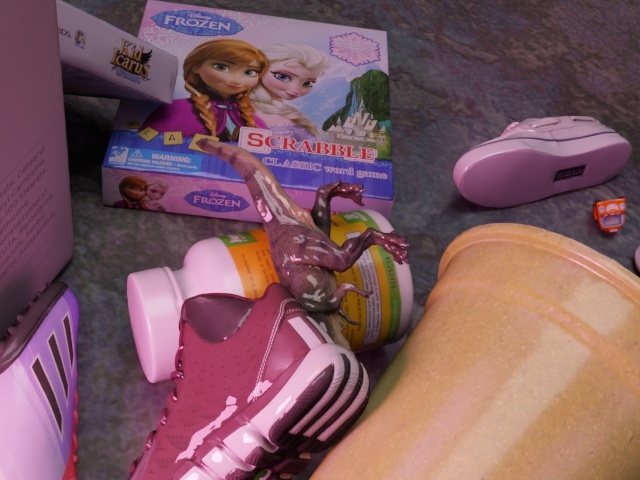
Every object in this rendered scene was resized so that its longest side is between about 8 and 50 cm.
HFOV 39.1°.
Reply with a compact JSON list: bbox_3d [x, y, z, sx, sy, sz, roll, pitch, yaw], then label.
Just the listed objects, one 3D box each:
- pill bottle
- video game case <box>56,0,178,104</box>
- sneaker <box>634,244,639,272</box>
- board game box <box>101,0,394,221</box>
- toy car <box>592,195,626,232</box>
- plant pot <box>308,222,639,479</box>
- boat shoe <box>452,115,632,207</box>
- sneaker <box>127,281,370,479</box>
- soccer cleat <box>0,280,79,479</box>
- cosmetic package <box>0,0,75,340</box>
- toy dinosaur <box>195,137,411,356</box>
[{"bbox_3d":[-0.049,0.056,0.848,0.246,0.136,0.136,-11,51,-21],"label":"pill bottle"},{"bbox_3d":[-0.326,-0.202,0.928,0.270,0.061,0.244,8,0,23],"label":"video game case"},{"bbox_3d":[0.462,0.036,0.976,0.221,0.128,0.087,30,50,16],"label":"sneaker"},{"bbox_3d":[-0.075,-0.157,1.085,0.319,0.066,0.318,6,47,-6],"label":"board game box"},{"bbox_3d":[0.381,-0.032,1.074,0.122,0.060,0.040,-5,81,-7],"label":"toy car"},{"bbox_3d":[0.134,0.169,0.724,0.276,0.276,0.254,37,63,21],"label":"plant pot"},{"bbox_3d":[0.258,-0.104,1.098,0.258,0.095,0.084,-6,45,-30],"label":"boat shoe"},{"bbox_3d":[-0.099,0.146,0.715,0.281,0.106,0.162,-43,52,9],"label":"sneaker"},{"bbox_3d":[-0.246,0.172,0.744,0.116,0.108,0.318,28,42,-16],"label":"soccer cleat"},{"bbox_3d":[-0.426,-0.067,0.711,0.330,0.393,0.327,23,48,8],"label":"cosmetic package"},{"bbox_3d":[0.000,0.000,0.778,0.118,0.064,0.268,-22,72,-17],"label":"toy dinosaur"}]
